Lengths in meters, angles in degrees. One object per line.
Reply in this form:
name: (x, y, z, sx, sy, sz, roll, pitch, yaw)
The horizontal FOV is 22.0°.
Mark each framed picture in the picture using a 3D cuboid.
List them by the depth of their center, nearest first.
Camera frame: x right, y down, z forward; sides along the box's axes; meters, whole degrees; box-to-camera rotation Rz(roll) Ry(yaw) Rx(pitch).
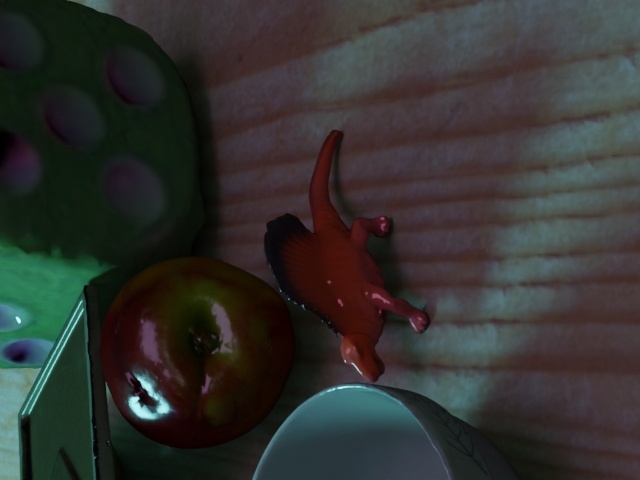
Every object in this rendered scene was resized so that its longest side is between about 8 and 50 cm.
framed picture: (-0.251, 0.247, 1.617, 0.247, 0.022, 0.335, 123, 146, -43)

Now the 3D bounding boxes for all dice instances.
dice: (-0.330, -0.057, 1.767, 0.322, 0.330, 0.318, -35, 50, 46)

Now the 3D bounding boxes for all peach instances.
peach: (-0.118, 0.109, 1.555, 0.197, 0.197, 0.197, -18, 67, 52)

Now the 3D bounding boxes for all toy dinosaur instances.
toy dinosaur: (-0.005, 0.002, 1.449, 0.070, 0.139, 0.286, -48, 45, 36)

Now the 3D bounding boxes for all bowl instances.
bowl: (0.069, 0.257, 1.276, 0.287, 0.144, 0.287, -19, 66, 52)

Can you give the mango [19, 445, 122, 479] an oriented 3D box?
mango: (-0.285, 0.282, 1.829, 0.195, 0.092, 0.130, -60, 41, 40)
